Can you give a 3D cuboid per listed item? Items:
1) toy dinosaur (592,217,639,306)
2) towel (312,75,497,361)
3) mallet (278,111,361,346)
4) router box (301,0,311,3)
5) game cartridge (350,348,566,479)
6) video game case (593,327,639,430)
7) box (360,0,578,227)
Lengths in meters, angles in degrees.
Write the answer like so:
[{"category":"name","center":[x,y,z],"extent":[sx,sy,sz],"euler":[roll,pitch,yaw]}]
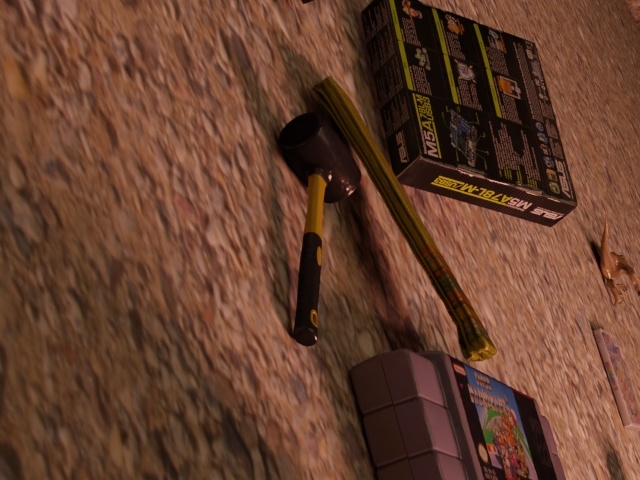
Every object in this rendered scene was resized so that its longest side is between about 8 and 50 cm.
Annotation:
[{"category":"toy dinosaur","center":[0.386,0.034,2.220],"extent":[0.093,0.053,0.183],"euler":[58,6,19]},{"category":"towel","center":[0.065,-0.013,1.270],"extent":[0.237,0.021,0.102],"euler":[61,5,11]},{"category":"mallet","center":[0.000,0.000,1.117],"extent":[0.062,0.039,0.190],"euler":[47,31,-42]},{"category":"router box","center":[-0.018,-0.290,1.365],"extent":[0.133,0.046,0.179],"euler":[59,20,-28]},{"category":"game cartridge","center":[0.133,0.210,1.233],"extent":[0.355,0.068,0.230],"euler":[30,46,-64]},{"category":"video game case","center":[0.362,0.169,2.032],"extent":[0.087,0.011,0.122],"euler":[22,49,-66]},{"category":"box","center":[0.132,-0.117,1.490],"extent":[0.184,0.045,0.191],"euler":[12,52,-32]}]
